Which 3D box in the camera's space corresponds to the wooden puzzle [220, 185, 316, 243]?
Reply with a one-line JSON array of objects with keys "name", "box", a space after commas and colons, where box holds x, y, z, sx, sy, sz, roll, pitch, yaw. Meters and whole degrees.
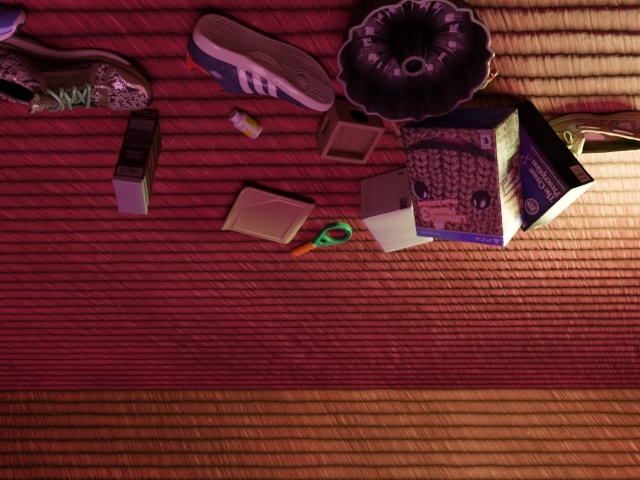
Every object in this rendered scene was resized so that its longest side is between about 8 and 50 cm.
[{"name": "wooden puzzle", "box": [-0.161, -0.080, 1.902, 0.239, 0.044, 0.221, 11, 144, -22]}]

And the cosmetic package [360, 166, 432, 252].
[{"name": "cosmetic package", "box": [0.218, -0.086, 1.789, 0.152, 0.151, 0.183, -15, 142, 22]}]

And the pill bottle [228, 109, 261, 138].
[{"name": "pill bottle", "box": [-0.192, -0.296, 1.579, 0.043, 0.043, 0.083, -26, 137, 33]}]

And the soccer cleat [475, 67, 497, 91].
[{"name": "soccer cleat", "box": [0.387, -0.378, 1.475, 0.036, 0.029, 0.083, 18, 146, -38]}]

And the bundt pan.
[{"name": "bundt pan", "box": [0.197, -0.413, 1.340, 0.331, 0.124, 0.330, 1, 145, 0]}]

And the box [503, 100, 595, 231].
[{"name": "box", "box": [0.511, -0.182, 1.542, 0.103, 0.261, 0.184, -18, 156, -30]}]

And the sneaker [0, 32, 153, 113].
[{"name": "sneaker", "box": [-0.592, -0.335, 1.404, 0.411, 0.182, 0.158, 9, 144, -13]}]

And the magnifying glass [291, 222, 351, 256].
[{"name": "magnifying glass", "box": [0.000, 0.000, 2.029, 0.231, 0.026, 0.092, -27, 138, 30]}]

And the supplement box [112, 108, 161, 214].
[{"name": "supplement box", "box": [-0.451, -0.198, 1.550, 0.073, 0.239, 0.130, 6, 145, -6]}]

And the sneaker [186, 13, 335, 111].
[{"name": "sneaker", "box": [-0.139, -0.373, 1.412, 0.350, 0.131, 0.148, 24, 146, -22]}]

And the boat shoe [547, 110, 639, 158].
[{"name": "boat shoe", "box": [0.686, -0.262, 1.584, 0.285, 0.089, 0.104, -7, 145, 11]}]

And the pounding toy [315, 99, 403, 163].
[{"name": "pounding toy", "box": [0.117, -0.287, 1.558, 0.206, 0.094, 0.181, 5, 141, -23]}]

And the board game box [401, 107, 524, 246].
[{"name": "board game box", "box": [0.342, -0.155, 1.485, 0.232, 0.141, 0.291, 7, 122, 36]}]

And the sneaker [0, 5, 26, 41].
[{"name": "sneaker", "box": [-0.726, -0.467, 1.303, 0.211, 0.080, 0.081, -2, 148, 1]}]
